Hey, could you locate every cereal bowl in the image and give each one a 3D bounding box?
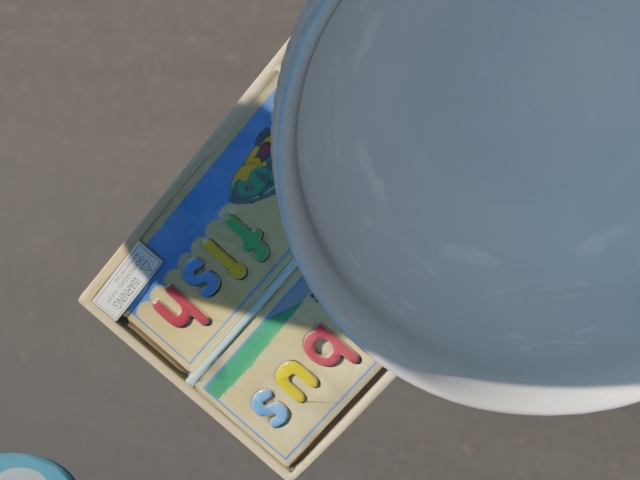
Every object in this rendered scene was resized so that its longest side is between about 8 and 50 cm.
[{"bbox_3d":[0.134,-0.074,1.124,0.141,0.339,0.339,-111,8,-67],"label":"cereal bowl"}]

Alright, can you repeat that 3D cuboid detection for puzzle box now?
[{"bbox_3d":[0.000,0.000,1.714,0.272,0.052,0.409,40,115,-1],"label":"puzzle box"}]

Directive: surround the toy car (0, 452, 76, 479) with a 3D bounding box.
[{"bbox_3d":[-0.252,0.259,1.077,0.210,0.238,0.219,-120,36,-55],"label":"toy car"}]
